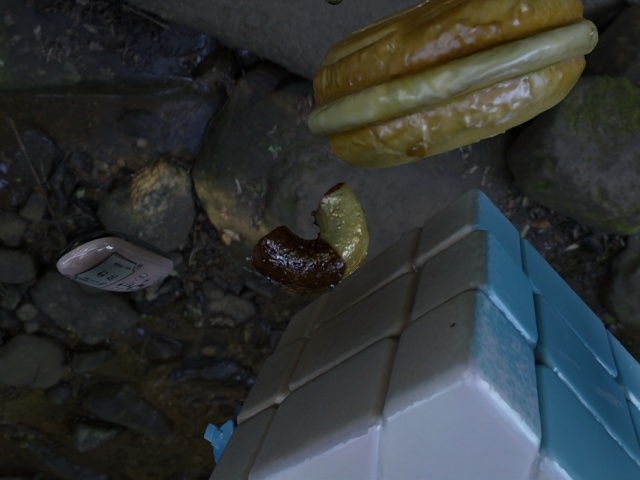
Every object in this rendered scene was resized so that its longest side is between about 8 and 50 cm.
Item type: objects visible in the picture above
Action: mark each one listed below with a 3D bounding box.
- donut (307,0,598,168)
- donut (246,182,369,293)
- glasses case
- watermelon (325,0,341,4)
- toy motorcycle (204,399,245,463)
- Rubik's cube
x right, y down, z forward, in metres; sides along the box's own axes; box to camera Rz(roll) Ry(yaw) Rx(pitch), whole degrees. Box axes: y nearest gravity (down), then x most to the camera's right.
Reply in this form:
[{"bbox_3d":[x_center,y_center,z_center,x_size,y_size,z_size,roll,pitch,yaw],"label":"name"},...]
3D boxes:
[{"bbox_3d":[0.188,-0.248,0.825,0.450,0.449,0.198,-16,103,8],"label":"donut"},{"bbox_3d":[0.001,-0.001,0.922,0.217,0.141,0.085,-40,167,-15],"label":"donut"},{"bbox_3d":[-0.392,0.046,1.091,0.122,0.075,0.314,-30,165,1],"label":"glasses case"},{"bbox_3d":[-0.014,-0.445,0.828,0.141,0.141,0.187,-17,93,8],"label":"watermelon"},{"bbox_3d":[-0.017,0.296,0.759,0.272,0.182,0.123,21,83,-33],"label":"toy motorcycle"},{"bbox_3d":[0.131,0.197,0.572,0.322,0.316,0.319,46,121,-10],"label":"Rubik's cube"}]
